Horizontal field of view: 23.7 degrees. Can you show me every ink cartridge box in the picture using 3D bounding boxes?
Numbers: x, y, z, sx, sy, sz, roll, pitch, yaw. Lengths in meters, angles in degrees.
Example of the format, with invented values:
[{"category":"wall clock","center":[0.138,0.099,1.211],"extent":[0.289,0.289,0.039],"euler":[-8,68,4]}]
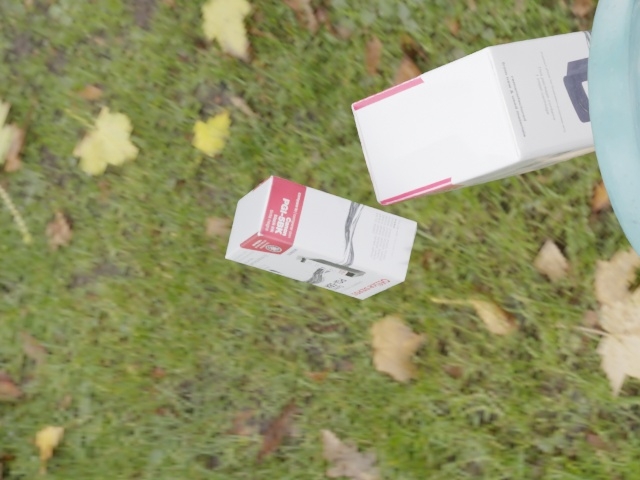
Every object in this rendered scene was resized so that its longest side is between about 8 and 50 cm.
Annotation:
[{"category":"ink cartridge box","center":[0.176,-0.113,1.345],"extent":[0.172,0.237,0.100],"euler":[-18,87,48]},{"category":"ink cartridge box","center":[0.000,0.000,1.300],"extent":[0.135,0.099,0.056],"euler":[17,73,-16]}]

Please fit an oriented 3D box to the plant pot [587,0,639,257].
[{"category":"plant pot","center":[0.222,-0.059,0.537],"extent":[0.196,0.293,0.293],"euler":[-7,77,52]}]
